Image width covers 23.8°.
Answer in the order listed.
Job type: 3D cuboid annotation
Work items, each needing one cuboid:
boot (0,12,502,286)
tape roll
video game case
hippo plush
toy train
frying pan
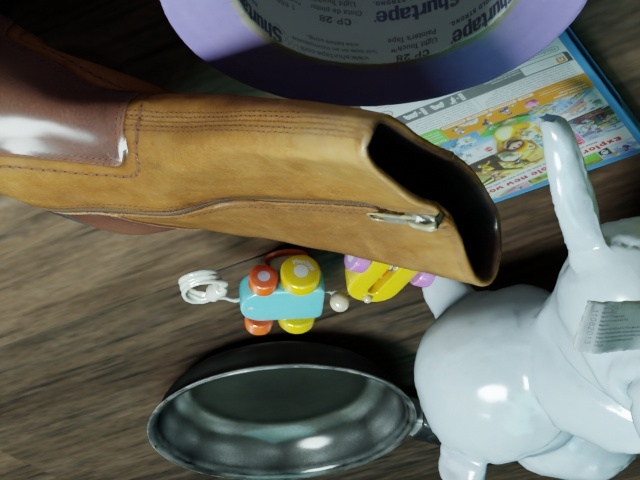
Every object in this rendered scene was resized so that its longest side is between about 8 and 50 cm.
[{"bbox_3d":[-0.090,-0.048,0.665,0.280,0.096,0.264,13,162,37],"label":"boot"},{"bbox_3d":[0.023,-0.144,0.652,0.189,0.080,0.189,-2,148,-2],"label":"tape roll"},{"bbox_3d":[0.095,-0.075,0.833,0.119,0.015,0.166,-20,145,24],"label":"video game case"},{"bbox_3d":[0.170,0.100,0.914,0.294,0.234,0.236,11,153,-39],"label":"hippo plush"},{"bbox_3d":[0.000,0.000,0.923,0.166,0.046,0.125,-25,142,26],"label":"toy train"},{"bbox_3d":[0.035,0.120,1.114,0.326,0.053,0.197,-7,149,2],"label":"frying pan"}]
